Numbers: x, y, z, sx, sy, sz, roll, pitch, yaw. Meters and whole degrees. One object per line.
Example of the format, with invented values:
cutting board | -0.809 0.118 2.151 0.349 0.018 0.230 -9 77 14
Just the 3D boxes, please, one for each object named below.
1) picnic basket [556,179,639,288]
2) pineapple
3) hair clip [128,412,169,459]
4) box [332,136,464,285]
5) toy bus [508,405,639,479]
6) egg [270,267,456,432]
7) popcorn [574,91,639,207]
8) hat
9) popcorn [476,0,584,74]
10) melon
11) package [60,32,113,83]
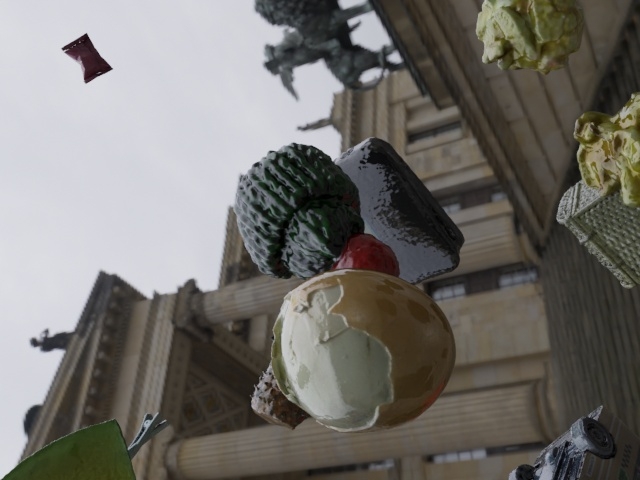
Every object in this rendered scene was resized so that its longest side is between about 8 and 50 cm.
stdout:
picnic basket | 0.560 -0.031 1.479 0.196 0.154 0.134 42 -142 -10
pineapple | -0.060 0.294 1.929 0.310 0.170 0.141 -65 -29 -22
hair clip | -0.298 0.325 1.275 0.115 0.039 0.030 -47 -64 -26
box | 0.116 -0.036 1.845 0.359 0.350 0.091 50 -140 -16
toy bus | 0.283 0.324 0.855 0.157 0.139 0.289 40 -145 6
egg | 0.061 0.135 0.984 0.244 0.201 0.201 5 -110 -35
popcorn | 0.461 -0.121 1.081 0.218 0.189 0.170 137 115 -75
hat | 0.000 0.000 1.461 0.332 0.242 0.274 47 177 26
popcorn | 0.362 -0.371 1.384 0.167 0.187 0.186 54 -155 -31
melon | -0.394 0.392 1.067 0.323 0.124 0.196 -25 -48 -49
package | -0.424 -0.330 1.438 0.083 0.059 0.029 55 163 -1
